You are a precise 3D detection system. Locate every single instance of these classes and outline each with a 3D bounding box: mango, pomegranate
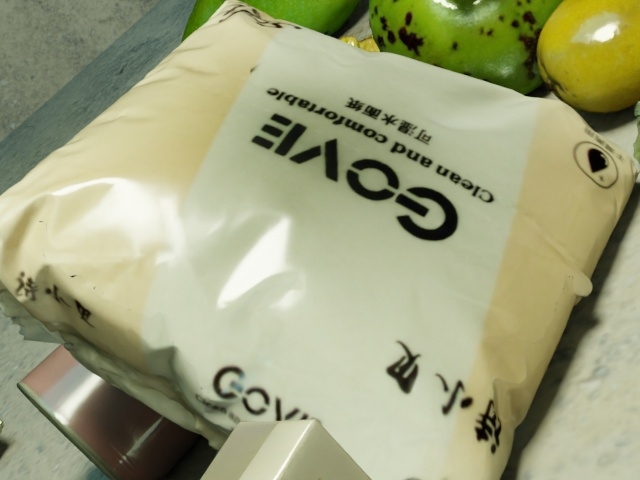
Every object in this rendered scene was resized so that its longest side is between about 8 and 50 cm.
[{"bbox_3d":[0.265,-0.184,0.918,0.195,0.098,0.137,-43,19,-29],"label":"mango"},{"bbox_3d":[0.145,-0.241,1.015,0.211,0.263,0.210,-5,72,15],"label":"pomegranate"},{"bbox_3d":[-0.082,-0.358,1.635,0.382,0.201,0.225,-43,43,19],"label":"mango"}]

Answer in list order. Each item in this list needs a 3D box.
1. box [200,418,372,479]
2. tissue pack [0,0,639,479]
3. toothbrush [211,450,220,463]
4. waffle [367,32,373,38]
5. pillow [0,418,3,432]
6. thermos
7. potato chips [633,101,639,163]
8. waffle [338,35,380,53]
[{"bbox_3d":[0.006,0.193,0.471,0.058,0.201,0.141,-12,34,48],"label":"box"},{"bbox_3d":[0.000,0.000,0.757,0.376,0.195,0.390,22,50,13],"label":"tissue pack"},{"bbox_3d":[-0.076,0.167,0.885,0.017,0.014,0.162,-38,18,43],"label":"toothbrush"},{"bbox_3d":[0.099,-0.264,1.365,0.169,0.036,0.183,-43,12,4],"label":"waffle"},{"bbox_3d":[-0.502,0.291,1.219,0.280,0.076,0.274,-49,23,-22],"label":"pillow"},{"bbox_3d":[-0.123,0.075,0.925,0.265,0.176,0.146,-47,45,-16],"label":"thermos"},{"bbox_3d":[0.325,-0.101,0.756,0.220,0.029,0.202,-21,31,32],"label":"potato chips"},{"bbox_3d":[-0.027,-0.160,1.213,0.282,0.058,0.301,-12,-6,-30],"label":"waffle"}]
